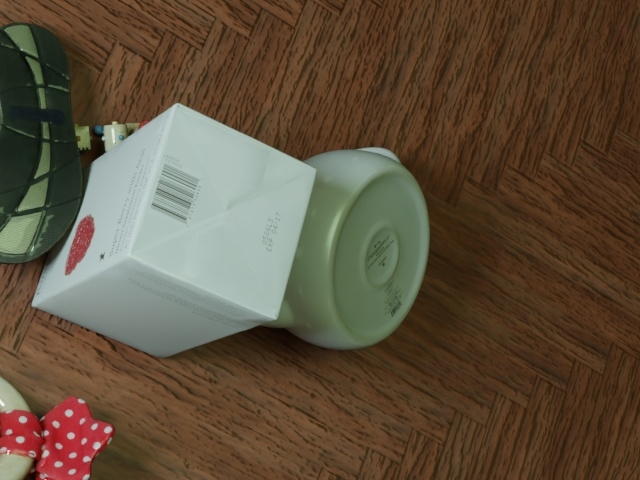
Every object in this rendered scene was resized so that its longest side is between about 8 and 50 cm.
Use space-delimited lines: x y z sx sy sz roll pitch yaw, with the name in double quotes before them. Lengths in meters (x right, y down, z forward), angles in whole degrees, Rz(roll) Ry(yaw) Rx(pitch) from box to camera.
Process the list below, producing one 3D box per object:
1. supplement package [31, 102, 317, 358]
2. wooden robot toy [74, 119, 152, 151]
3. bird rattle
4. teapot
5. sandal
"supplement package" -0.164 0.000 1.641 0.175 0.293 0.177 24 67 -23
"wooden robot toy" -0.211 -0.098 1.773 0.173 0.076 0.079 -4 91 -30
"bird rattle" -0.354 0.212 1.587 0.253 0.143 0.207 -35 80 -34
"teapot" 0.000 0.000 1.808 0.256 0.187 0.252 9 92 -54
"sandal" -0.331 -0.103 1.701 0.120 0.086 0.303 13 57 -24
